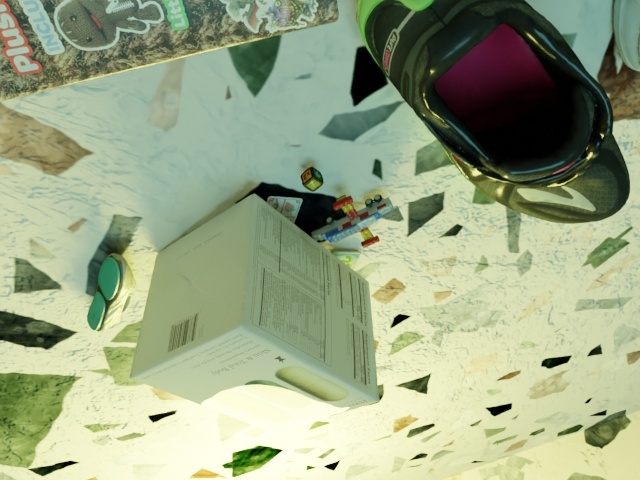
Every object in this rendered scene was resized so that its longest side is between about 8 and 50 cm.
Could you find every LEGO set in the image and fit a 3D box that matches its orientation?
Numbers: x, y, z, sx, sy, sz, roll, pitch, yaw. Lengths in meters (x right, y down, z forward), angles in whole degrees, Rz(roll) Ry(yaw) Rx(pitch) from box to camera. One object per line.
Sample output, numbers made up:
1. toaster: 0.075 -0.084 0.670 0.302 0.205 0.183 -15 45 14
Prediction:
1. LEGO set: 0.000 0.000 0.753 0.182 0.060 0.244 3 139 -20

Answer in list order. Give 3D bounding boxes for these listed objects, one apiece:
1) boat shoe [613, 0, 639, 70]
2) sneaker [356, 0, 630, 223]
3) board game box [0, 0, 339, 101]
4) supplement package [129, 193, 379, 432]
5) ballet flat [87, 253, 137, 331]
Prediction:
1. boat shoe: 0.383 -0.282 0.534 0.098 0.096 0.277 -19 139 3
2. sneaker: 0.224 -0.116 0.587 0.482 0.202 0.185 26 125 -36
3. board game box: -0.158 -0.223 0.334 0.290 0.232 0.141 -14 138 -2
4. supplement package: -0.077 0.116 0.719 0.199 0.198 0.262 -27 134 28
5. ballet flat: -0.298 0.072 0.758 0.052 0.057 0.168 -14 152 -46
